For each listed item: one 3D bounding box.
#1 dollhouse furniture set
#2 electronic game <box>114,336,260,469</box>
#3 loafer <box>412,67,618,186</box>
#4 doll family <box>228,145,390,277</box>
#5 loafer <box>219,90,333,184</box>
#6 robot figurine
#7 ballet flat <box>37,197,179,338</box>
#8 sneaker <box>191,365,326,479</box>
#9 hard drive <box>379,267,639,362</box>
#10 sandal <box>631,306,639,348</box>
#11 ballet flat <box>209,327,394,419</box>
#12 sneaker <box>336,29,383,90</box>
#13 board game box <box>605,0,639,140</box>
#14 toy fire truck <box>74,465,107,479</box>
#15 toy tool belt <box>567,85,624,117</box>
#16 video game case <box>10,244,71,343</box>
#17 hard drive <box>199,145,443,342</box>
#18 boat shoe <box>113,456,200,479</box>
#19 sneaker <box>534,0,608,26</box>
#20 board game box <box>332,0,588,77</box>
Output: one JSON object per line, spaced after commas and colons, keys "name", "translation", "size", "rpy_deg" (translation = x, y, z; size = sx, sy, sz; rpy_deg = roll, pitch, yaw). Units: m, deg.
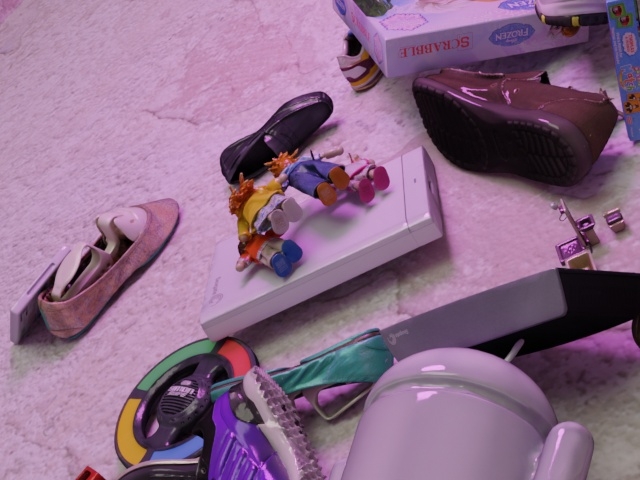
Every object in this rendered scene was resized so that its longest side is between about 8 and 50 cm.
{"name": "dollhouse furniture set", "translation": [0.312, -0.002, 1.329], "size": [0.091, 0.081, 0.114], "rpy_deg": [-25, 34, 16]}
{"name": "electronic game", "translation": [-0.181, 0.220, 1.532], "size": [0.229, 0.048, 0.229], "rpy_deg": [-24, 34, 18]}
{"name": "loafer", "translation": [0.265, -0.166, 1.559], "size": [0.130, 0.133, 0.366], "rpy_deg": [-33, 33, -19]}
{"name": "doll family", "translation": [-0.040, -0.070, 1.589], "size": [0.263, 0.118, 0.163], "rpy_deg": [-39, 25, -16]}
{"name": "loafer", "translation": [-0.070, -0.166, 1.897], "size": [0.223, 0.076, 0.078], "rpy_deg": [-33, 38, 13]}
{"name": "robot figurine", "translation": [0.118, 0.247, 1.084], "size": [0.300, 0.199, 0.353], "rpy_deg": [-15, 38, 35]}
{"name": "ballet flat", "translation": [-0.350, 0.021, 1.882], "size": [0.108, 0.106, 0.316], "rpy_deg": [11, 55, 38]}
{"name": "sneaker", "translation": [-0.070, 0.291, 1.271], "size": [0.146, 0.102, 0.293], "rpy_deg": [-34, 45, 8]}
{"name": "hard drive", "translation": [0.206, 0.087, 1.220], "size": [0.255, 0.172, 0.054], "rpy_deg": [-25, 68, 46]}
{"name": "sandal", "translation": [0.389, 0.034, 1.235], "size": [0.219, 0.090, 0.060], "rpy_deg": [-59, 17, -20]}
{"name": "ballet flat", "translation": [-0.023, 0.185, 1.397], "size": [0.247, 0.083, 0.087], "rpy_deg": [-21, 75, 15]}
{"name": "sneaker", "translation": [0.088, -0.346, 1.964], "size": [0.070, 0.084, 0.185], "rpy_deg": [-7, 43, 37]}
{"name": "board game box", "translation": [0.393, -0.259, 1.458], "size": [0.039, 0.211, 0.160], "rpy_deg": [-8, 41, 16]}
{"name": "toy fire truck", "translation": [-0.207, 0.343, 1.322], "size": [0.047, 0.135, 0.192], "rpy_deg": [-49, 35, -19]}
{"name": "toy tool belt", "translation": [0.372, -0.181, 1.541], "size": [0.051, 0.052, 0.083], "rpy_deg": [-6, 29, -22]}
{"name": "video game case", "translation": [-0.469, 0.092, 1.900], "size": [0.143, 0.019, 0.157], "rpy_deg": [-56, -1, -27]}
{"name": "hard drive", "translation": [0.000, 0.000, 1.613], "size": [0.353, 0.047, 0.233], "rpy_deg": [-26, 25, 15]}
{"name": "boat shoe", "translation": [-0.177, 0.312, 1.391], "size": [0.206, 0.075, 0.065], "rpy_deg": [-15, 38, 20]}
{"name": "sneaker", "translation": [0.362, -0.438, 1.672], "size": [0.145, 0.147, 0.384], "rpy_deg": [-4, 30, -2]}
{"name": "board game box", "translation": [0.208, -0.367, 1.783], "size": [0.319, 0.065, 0.318], "rpy_deg": [-12, 32, -10]}
